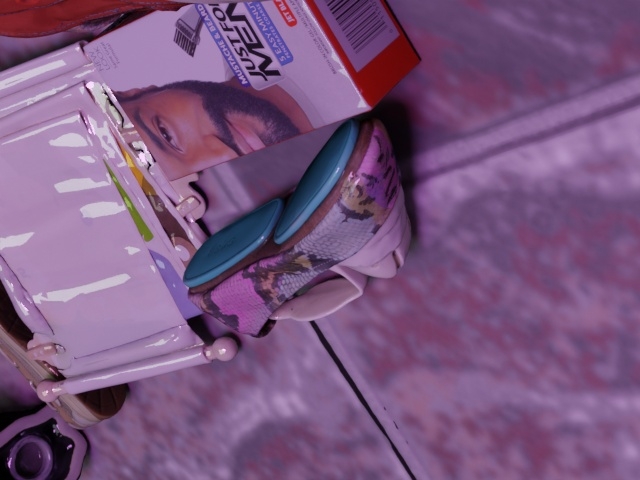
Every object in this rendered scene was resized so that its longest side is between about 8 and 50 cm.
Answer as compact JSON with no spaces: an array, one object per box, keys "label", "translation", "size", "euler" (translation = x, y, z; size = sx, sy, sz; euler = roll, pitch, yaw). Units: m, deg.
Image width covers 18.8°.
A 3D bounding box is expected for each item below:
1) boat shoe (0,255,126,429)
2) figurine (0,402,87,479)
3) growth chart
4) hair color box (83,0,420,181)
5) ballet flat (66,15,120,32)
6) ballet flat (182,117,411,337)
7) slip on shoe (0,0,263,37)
[{"label":"boat shoe","translation":[-0.194,0.062,1.280],"size":[0.153,0.056,0.048],"euler":[48,136,-13]},{"label":"figurine","translation":[-0.296,0.104,1.384],"size":[0.209,0.092,0.215],"euler":[-10,114,50]},{"label":"growth chart","translation":[-0.140,-0.007,1.169],"size":[0.172,0.021,0.237],"euler":[-9,117,23]},{"label":"hair color box","translation":[-0.039,-0.098,1.015],"size":[0.167,0.053,0.093],"euler":[-17,111,48]},{"label":"ballet flat","translation":[-0.189,-0.248,0.988],"size":[0.106,0.107,0.316],"euler":[11,128,44]},{"label":"ballet flat","translation":[0.000,0.000,1.056],"size":[0.079,0.077,0.221],"euler":[34,147,-13]},{"label":"slip on shoe","translation":[-0.095,-0.156,0.916],"size":[0.331,0.101,0.123],"euler":[-8,82,11]}]
